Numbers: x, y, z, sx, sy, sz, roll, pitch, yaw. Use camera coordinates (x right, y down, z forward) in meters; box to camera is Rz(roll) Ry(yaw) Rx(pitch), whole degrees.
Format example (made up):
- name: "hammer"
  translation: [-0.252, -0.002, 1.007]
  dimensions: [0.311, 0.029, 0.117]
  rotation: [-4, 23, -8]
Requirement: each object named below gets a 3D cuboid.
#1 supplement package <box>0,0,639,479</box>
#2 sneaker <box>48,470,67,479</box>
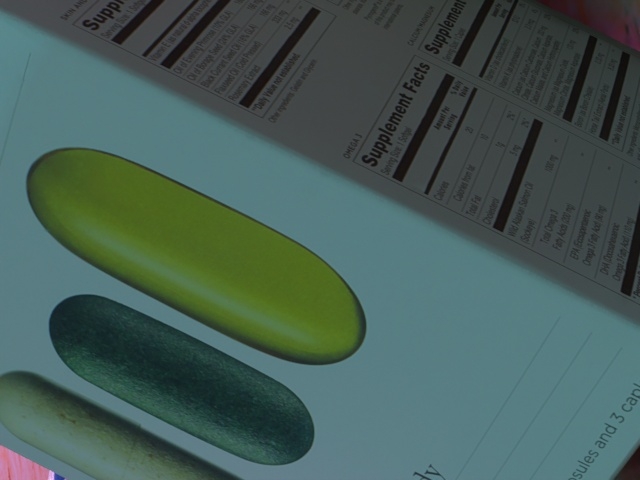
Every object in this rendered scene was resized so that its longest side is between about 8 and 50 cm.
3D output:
- name: "supplement package"
  translation: [0.000, 0.000, 0.552]
  dimensions: [0.262, 0.198, 0.199]
  rotation: [27, 127, 2]
- name: "sneaker"
  translation: [-0.044, 0.192, 0.635]
  dimensions: [0.130, 0.236, 0.323]
  rotation: [-27, 62, 28]
